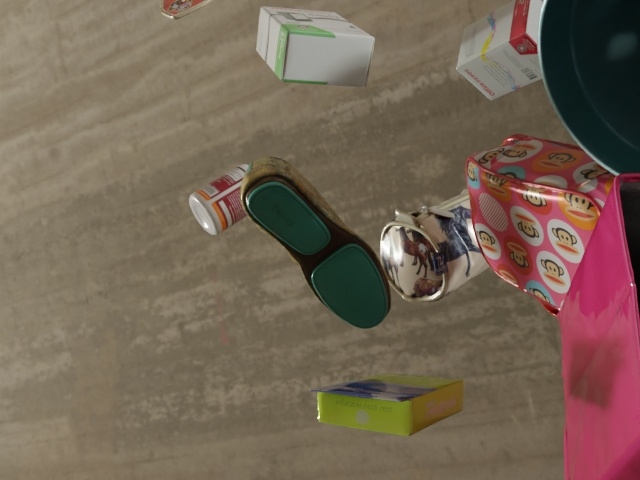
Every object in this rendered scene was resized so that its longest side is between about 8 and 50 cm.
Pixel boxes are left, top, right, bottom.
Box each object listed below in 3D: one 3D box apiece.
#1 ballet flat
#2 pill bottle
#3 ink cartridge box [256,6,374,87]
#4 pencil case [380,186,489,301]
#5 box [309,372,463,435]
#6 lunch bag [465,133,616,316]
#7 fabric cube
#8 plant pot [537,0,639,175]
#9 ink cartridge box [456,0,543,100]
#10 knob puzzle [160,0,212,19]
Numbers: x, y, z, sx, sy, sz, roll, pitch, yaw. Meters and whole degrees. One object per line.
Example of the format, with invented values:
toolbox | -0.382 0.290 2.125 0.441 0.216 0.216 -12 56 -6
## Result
ballet flat | 0.000 0.000 1.011 0.123 0.123 0.348 -17 -51 35
pill bottle | -0.150 -0.082 1.149 0.152 0.086 0.086 -35 4 -24
ink cartridge box | -0.024 -0.474 1.555 0.211 0.121 0.289 -2 30 -19
pencil case | 0.306 -0.042 1.215 0.410 0.183 0.160 -28 47 -29
box | 0.078 0.176 0.705 0.109 0.042 0.178 -2 -5 31
lunch bag | 0.333 0.001 0.896 0.120 0.258 0.293 -27 28 -15
fabric cube | 0.383 0.120 0.603 0.254 0.259 0.258 5 -36 10
plant pot | 0.419 -0.224 0.662 0.255 0.271 0.272 -29 0 -17
ink cartridge box | 0.398 -0.404 1.350 0.128 0.127 0.176 32 -30 -30
knob puzzle | -0.321 -0.610 1.583 0.213 0.213 0.030 -14 -45 13
